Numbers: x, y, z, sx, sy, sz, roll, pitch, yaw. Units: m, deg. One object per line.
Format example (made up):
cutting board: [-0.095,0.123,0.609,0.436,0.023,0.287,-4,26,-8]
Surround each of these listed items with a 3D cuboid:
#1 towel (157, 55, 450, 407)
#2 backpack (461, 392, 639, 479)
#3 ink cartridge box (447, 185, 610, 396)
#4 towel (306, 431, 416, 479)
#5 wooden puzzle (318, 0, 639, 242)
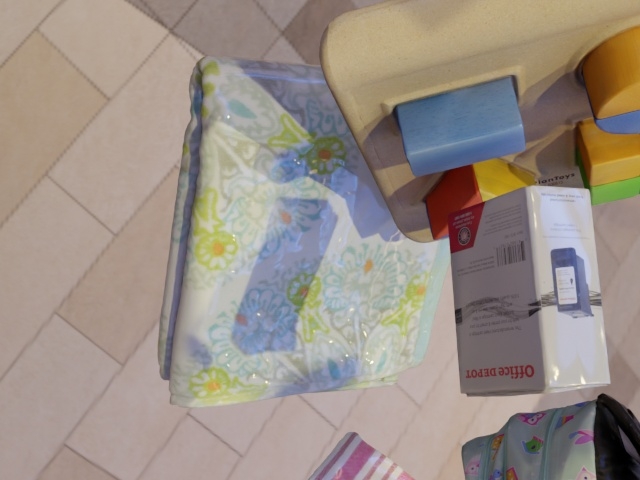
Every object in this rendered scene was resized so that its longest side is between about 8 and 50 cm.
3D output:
towel: [0.000,0.000,0.995,0.321,0.090,0.374,-2,113,-30]
backpack: [0.144,0.175,0.508,0.152,0.115,0.182,49,32,-44]
ink cartridge box: [0.157,0.043,0.718,0.063,0.109,0.150,1,80,-26]
towel: [0.080,0.275,0.907,0.029,0.197,0.144,-59,170,27]
wooden puzzle: [0.194,-0.093,0.789,0.348,0.322,0.080,58,22,-61]
